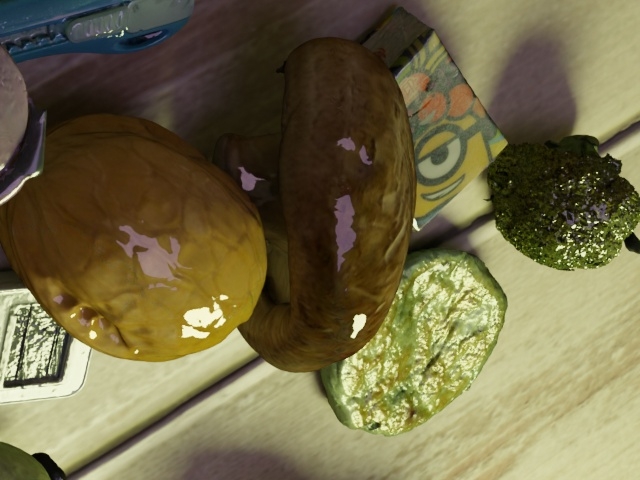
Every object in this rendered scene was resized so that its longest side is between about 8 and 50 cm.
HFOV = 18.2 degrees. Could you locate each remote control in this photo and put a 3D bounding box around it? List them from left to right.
[{"bbox_3d":[-0.271,0.073,1.403,0.250,0.034,0.103,-3,120,-38],"label":"remote control"}]

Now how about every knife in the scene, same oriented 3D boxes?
[{"bbox_3d":[-0.181,-0.138,1.332,0.222,0.031,0.064,-18,132,-28],"label":"knife"}]

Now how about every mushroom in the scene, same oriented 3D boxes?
[{"bbox_3d":[0.000,0.000,1.445,0.156,0.151,0.286,0,137,-13],"label":"mushroom"}]

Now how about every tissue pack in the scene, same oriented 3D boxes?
[{"bbox_3d":[0.065,-0.091,1.539,0.108,0.060,0.148,-45,135,-6],"label":"tissue pack"}]

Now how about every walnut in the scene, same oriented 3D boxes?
[{"bbox_3d":[-0.132,-0.002,1.370,0.206,0.159,0.159,36,93,-37],"label":"walnut"}]

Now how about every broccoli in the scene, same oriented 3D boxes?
[{"bbox_3d":[0.202,-0.034,1.655,0.130,0.131,0.120,60,35,-42],"label":"broccoli"}]

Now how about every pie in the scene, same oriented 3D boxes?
[{"bbox_3d":[0.078,0.085,1.683,0.187,0.041,0.187,-21,129,-28],"label":"pie"}]

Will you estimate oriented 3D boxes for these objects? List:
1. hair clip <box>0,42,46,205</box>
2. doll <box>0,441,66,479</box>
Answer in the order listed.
[{"bbox_3d":[-0.316,-0.107,1.137,0.358,0.095,0.110,14,66,-24],"label":"hair clip"},{"bbox_3d":[-0.282,0.202,1.416,0.234,0.143,0.135,15,64,-42],"label":"doll"}]
